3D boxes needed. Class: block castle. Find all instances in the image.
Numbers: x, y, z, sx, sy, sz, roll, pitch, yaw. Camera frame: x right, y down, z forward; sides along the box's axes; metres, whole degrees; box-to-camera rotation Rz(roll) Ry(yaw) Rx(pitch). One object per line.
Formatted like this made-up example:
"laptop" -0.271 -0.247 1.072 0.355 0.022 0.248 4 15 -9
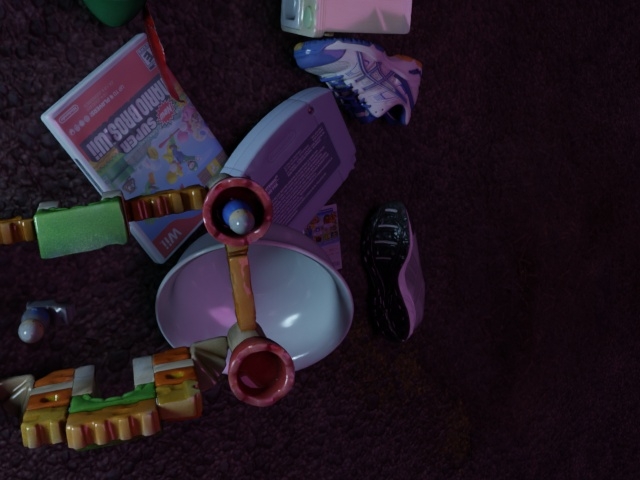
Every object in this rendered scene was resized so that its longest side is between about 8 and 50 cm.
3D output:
"block castle" -0.273 0.094 1.041 0.453 0.213 0.303 -10 104 -11

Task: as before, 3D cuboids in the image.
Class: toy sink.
"toy sink" 0.012 -0.399 1.374 0.234 0.153 0.131 -4 108 -24

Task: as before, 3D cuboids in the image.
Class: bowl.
"bowl" -0.100 0.069 1.316 0.298 0.298 0.134 47 26 -35

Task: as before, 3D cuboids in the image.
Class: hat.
"hat" -0.292 -0.330 1.210 0.173 0.183 0.208 -6 59 -14

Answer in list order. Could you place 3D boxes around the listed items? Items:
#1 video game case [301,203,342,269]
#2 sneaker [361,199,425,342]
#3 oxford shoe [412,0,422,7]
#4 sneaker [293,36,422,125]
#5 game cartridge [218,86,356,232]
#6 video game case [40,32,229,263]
"video game case" 0.000 0.000 1.530 0.087 0.011 0.122 -15 105 -40
"sneaker" 0.149 0.054 1.626 0.108 0.100 0.271 -25 115 -53
"oxford shoe" 0.164 -0.477 1.585 0.271 0.097 0.098 -11 120 -34
"sneaker" 0.075 -0.275 1.499 0.296 0.112 0.131 5 92 -42
"game cartridge" -0.058 -0.112 1.415 0.294 0.060 0.196 -50 139 -26
"video game case" -0.256 -0.135 1.274 0.204 0.025 0.285 -50 125 -27
